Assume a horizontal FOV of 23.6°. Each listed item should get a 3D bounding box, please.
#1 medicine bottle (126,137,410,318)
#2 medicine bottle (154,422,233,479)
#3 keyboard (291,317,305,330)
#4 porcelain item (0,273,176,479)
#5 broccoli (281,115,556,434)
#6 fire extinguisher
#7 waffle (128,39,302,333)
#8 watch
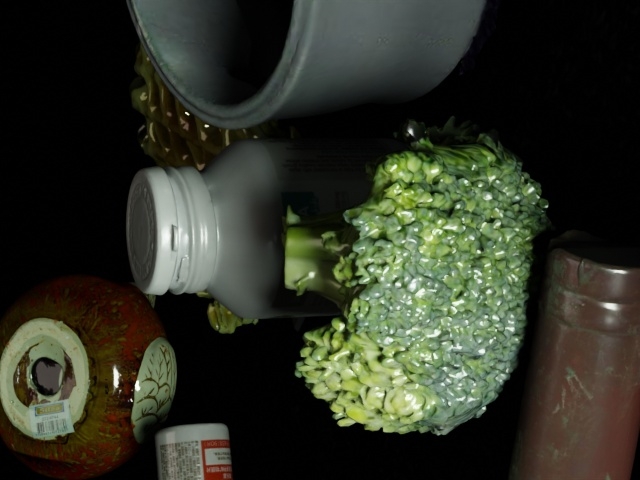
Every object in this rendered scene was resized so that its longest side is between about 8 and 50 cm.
[{"bbox_3d":[-0.030,-0.009,1.141,0.135,0.215,0.135,178,90,-68],"label":"medicine bottle"},{"bbox_3d":[-0.129,0.263,1.593,0.079,0.079,0.140,148,119,-65],"label":"medicine bottle"},{"bbox_3d":[0.000,0.000,1.344,0.198,0.010,0.063,115,149,-48],"label":"keyboard"},{"bbox_3d":[-0.270,0.160,1.823,0.253,0.253,0.253,178,90,-68],"label":"porcelain item"},{"bbox_3d":[0.062,0.019,0.956,0.226,0.176,0.198,-124,47,-62],"label":"broccoli"},{"bbox_3d":[0.144,0.125,0.906,0.089,0.072,0.267,38,126,56],"label":"fire extinguisher"},{"bbox_3d":[-0.100,-0.074,1.467,0.317,0.073,0.297,62,156,21],"label":"waffle"},{"bbox_3d":[-0.017,-0.250,1.075,0.335,0.314,0.327,-12,93,57],"label":"watch"}]
